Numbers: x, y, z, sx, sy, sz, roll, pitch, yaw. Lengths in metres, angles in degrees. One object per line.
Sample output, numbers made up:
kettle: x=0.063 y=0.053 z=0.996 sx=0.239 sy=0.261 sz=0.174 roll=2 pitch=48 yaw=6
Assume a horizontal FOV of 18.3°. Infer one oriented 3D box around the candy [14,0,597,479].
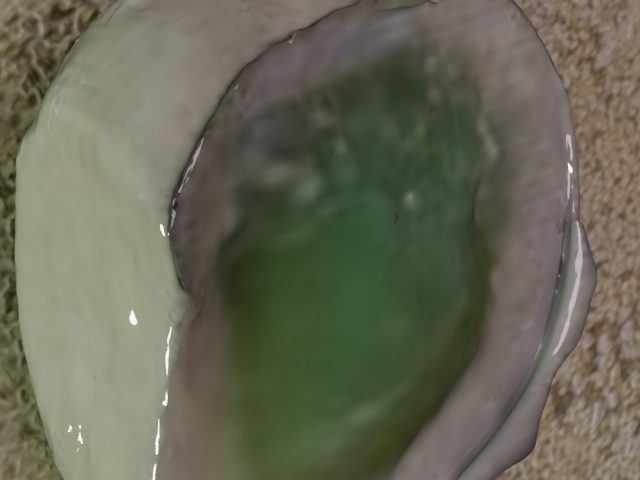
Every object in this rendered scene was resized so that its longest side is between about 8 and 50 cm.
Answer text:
candy: x=0.000 y=0.000 z=1.201 sx=0.427 sy=0.186 sz=0.386 roll=-29 pitch=114 yaw=-36
